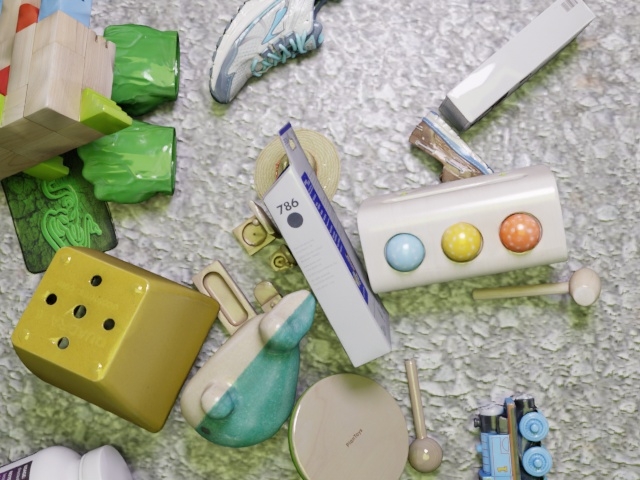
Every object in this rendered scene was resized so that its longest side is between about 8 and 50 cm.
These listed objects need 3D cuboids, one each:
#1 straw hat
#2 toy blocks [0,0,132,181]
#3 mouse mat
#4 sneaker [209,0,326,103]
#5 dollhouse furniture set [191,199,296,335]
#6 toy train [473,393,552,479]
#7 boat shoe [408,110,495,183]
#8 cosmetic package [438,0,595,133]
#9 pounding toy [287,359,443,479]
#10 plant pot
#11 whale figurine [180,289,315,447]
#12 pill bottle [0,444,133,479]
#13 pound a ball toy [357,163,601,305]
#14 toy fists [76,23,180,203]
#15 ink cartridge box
[{"bbox_3d":[-0.037,-0.107,1.183,0.145,0.061,0.144,0,87,1],"label":"straw hat"},{"bbox_3d":[-0.425,-0.244,1.114,0.381,0.191,0.260,-14,66,34],"label":"toy blocks"},{"bbox_3d":[-0.413,-0.057,1.220,0.153,0.007,0.189,-19,87,1],"label":"mouse mat"},{"bbox_3d":[-0.062,-0.316,1.173,0.122,0.110,0.283,34,89,0],"label":"sneaker"},{"bbox_3d":[-0.113,0.047,1.145,0.151,0.123,0.144,-36,86,0],"label":"dollhouse furniture set"},{"bbox_3d":[0.283,0.320,1.142,0.105,0.080,0.184,-5,87,8],"label":"toy train"},{"bbox_3d":[0.210,-0.110,1.179,0.066,0.066,0.183,-45,83,11],"label":"boat shoe"},{"bbox_3d":[0.290,-0.262,1.163,0.239,0.099,0.060,-40,89,0],"label":"cosmetic package"},{"bbox_3d":[0.047,0.290,1.153,0.237,0.110,0.182,-10,74,-28],"label":"pounding toy"},{"bbox_3d":[-0.295,0.120,1.079,0.212,0.187,0.212,21,74,14],"label":"plant pot"},{"bbox_3d":[-0.079,0.185,1.078,0.141,0.216,0.272,42,127,2],"label":"whale figurine"},{"bbox_3d":[-0.434,0.410,1.108,0.323,0.181,0.181,-22,86,1],"label":"pill bottle"},{"bbox_3d":[0.230,0.022,1.104,0.319,0.136,0.208,-10,106,12],"label":"pound a ball toy"},{"bbox_3d":[-0.290,-0.193,1.182,0.142,0.096,0.279,2,85,-5],"label":"toy fists"},{"bbox_3d":[0.000,0.000,1.087,0.065,0.165,0.332,-25,99,9],"label":"ink cartridge box"}]
